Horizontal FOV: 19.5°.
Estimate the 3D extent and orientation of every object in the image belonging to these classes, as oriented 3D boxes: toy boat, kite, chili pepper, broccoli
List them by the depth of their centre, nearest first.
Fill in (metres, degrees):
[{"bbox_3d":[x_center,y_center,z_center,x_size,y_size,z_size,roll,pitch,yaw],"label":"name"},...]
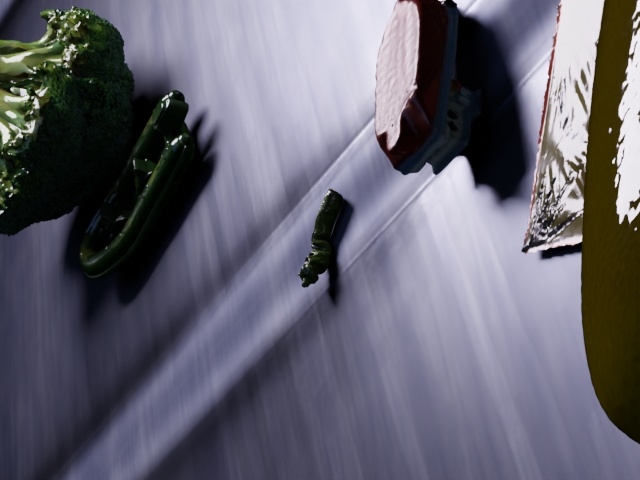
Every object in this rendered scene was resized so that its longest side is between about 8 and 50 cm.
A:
[{"bbox_3d":[0.206,-0.120,1.116,0.327,0.013,0.377,-60,28,24],"label":"kite"},{"bbox_3d":[0.077,-0.115,1.316,0.069,0.059,0.173,-47,28,40],"label":"toy boat"},{"bbox_3d":[0.000,0.000,1.433,0.027,0.022,0.083,-12,58,63],"label":"chili pepper"},{"bbox_3d":[-0.173,-0.048,1.775,0.210,0.052,0.104,-56,32,28],"label":"toy boat"},{"bbox_3d":[-0.317,-0.135,1.875,0.269,0.269,0.254,11,78,64],"label":"broccoli"}]

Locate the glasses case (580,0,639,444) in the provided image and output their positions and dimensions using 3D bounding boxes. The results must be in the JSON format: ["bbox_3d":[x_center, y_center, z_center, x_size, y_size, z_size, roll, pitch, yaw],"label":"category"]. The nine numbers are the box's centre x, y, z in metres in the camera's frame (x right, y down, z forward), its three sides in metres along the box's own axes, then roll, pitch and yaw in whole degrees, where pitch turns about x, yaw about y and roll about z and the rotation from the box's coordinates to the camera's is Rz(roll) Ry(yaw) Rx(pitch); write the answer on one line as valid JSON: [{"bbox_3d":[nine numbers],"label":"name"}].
[{"bbox_3d":[0.206,-0.073,0.857,0.173,0.141,0.371,-36,33,45],"label":"glasses case"}]
